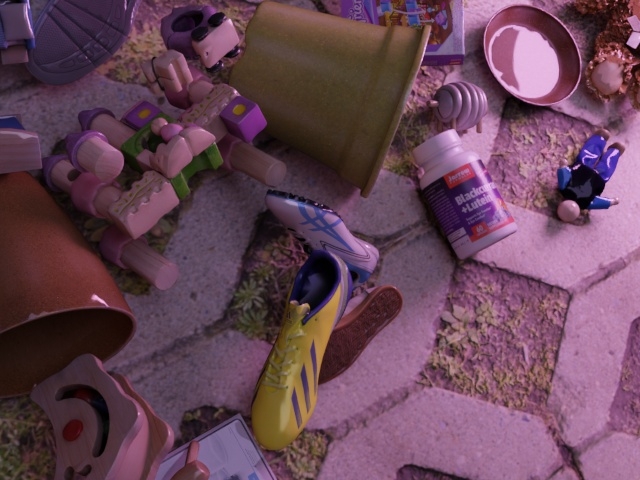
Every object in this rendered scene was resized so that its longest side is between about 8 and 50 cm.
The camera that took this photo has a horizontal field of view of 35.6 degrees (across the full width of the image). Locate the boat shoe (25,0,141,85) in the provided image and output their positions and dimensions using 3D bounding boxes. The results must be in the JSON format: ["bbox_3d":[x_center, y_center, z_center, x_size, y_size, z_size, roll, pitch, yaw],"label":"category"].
[{"bbox_3d":[-0.338,-0.360,1.503,0.118,0.103,0.320,38,69,-26],"label":"boat shoe"}]

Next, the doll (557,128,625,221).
[{"bbox_3d":[0.470,-0.105,1.736,0.129,0.046,0.189,40,64,-4],"label":"doll"}]

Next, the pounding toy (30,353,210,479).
[{"bbox_3d":[-0.253,0.277,1.254,0.154,0.269,0.155,-49,135,-6],"label":"pounding toy"}]

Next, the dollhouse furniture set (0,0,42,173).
[{"bbox_3d":[-0.504,-0.241,1.268,0.286,0.198,0.303,-9,106,-21],"label":"dollhouse furniture set"}]

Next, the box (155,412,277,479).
[{"bbox_3d":[-0.197,0.374,1.317,0.290,0.087,0.169,-26,83,-25],"label":"box"}]

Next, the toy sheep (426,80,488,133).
[{"bbox_3d":[0.230,-0.223,1.665,0.132,0.091,0.091,-3,74,-40],"label":"toy sheep"}]

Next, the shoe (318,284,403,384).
[{"bbox_3d":[0.031,0.143,1.498,0.219,0.058,0.076,-36,109,-22],"label":"shoe"}]

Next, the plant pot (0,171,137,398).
[{"bbox_3d":[-0.395,0.040,1.294,0.237,0.237,0.254,-16,66,-24],"label":"plant pot"}]

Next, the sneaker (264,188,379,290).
[{"bbox_3d":[0.000,0.000,1.467,0.237,0.085,0.086,37,78,-40],"label":"sneaker"}]

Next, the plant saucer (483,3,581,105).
[{"bbox_3d":[0.371,-0.325,1.776,0.199,0.036,0.198,6,71,-18],"label":"plant saucer"}]

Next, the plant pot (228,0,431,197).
[{"bbox_3d":[0.000,-0.237,1.506,0.254,0.276,0.276,21,67,-1],"label":"plant pot"}]

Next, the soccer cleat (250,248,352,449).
[{"bbox_3d":[-0.035,0.143,1.375,0.093,0.121,0.289,12,65,21],"label":"soccer cleat"}]

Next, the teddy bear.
[{"bbox_3d":[0.589,-0.389,1.844,0.245,0.113,0.338,0,74,-1],"label":"teddy bear"}]

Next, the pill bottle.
[{"bbox_3d":[0.227,-0.077,1.604,0.108,0.108,0.193,-25,83,-25],"label":"pill bottle"}]

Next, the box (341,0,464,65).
[{"bbox_3d":[0.135,-0.434,1.648,0.201,0.057,0.293,0,81,6],"label":"box"}]

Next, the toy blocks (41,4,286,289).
[{"bbox_3d":[-0.252,-0.154,1.376,0.260,0.309,0.288,32,66,36],"label":"toy blocks"}]
